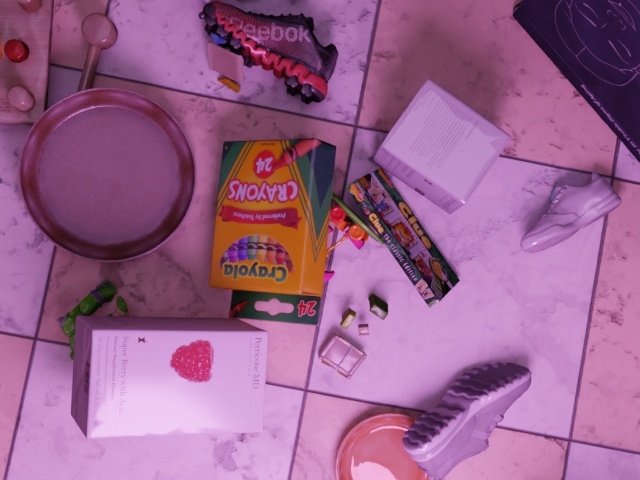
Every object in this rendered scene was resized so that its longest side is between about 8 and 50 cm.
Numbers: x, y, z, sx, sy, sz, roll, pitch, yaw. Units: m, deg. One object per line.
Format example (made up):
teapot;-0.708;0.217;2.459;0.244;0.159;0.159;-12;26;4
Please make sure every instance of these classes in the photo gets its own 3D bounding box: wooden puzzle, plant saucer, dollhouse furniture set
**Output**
wooden puzzle;-0.173;-0.326;1.703;0.078;0.116;0.014;28;58;10
plant saucer;0.124;0.411;1.685;0.199;0.037;0.200;0;85;-2
dollhouse furniture set;0.063;0.171;1.710;0.076;0.058;0.152;34;103;-7
plant saucer;-0.379;-0.116;1.674;0.310;0.050;0.311;0;92;-12

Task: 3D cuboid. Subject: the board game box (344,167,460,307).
board game box;0.151;-0.010;1.679;0.030;0.136;0.260;-36;88;26

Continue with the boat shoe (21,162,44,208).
boat shoe;-0.518;-0.122;1.691;0.042;0.049;0.133;3;87;-8

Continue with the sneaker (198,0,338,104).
sneaker;-0.086;-0.372;1.711;0.276;0.097;0.135;32;84;-2

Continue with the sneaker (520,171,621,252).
sneaker;0.448;-0.055;1.733;0.212;0.080;0.094;-28;75;-12

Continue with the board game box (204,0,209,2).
board game box;-0.246;-0.612;1.687;0.303;0.097;0.224;41;84;15

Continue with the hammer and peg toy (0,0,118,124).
hammer and peg toy;-0.557;-0.328;1.664;0.361;0.127;0.266;3;85;-3

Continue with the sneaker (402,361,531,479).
sneaker;0.270;0.322;1.671;0.281;0.105;0.115;-33;114;-18

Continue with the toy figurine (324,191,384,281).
toy figurine;0.000;0.000;1.684;0.159;0.130;0.173;-46;78;4

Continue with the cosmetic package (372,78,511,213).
cosmetic package;0.215;-0.165;1.683;0.183;0.151;0.151;35;84;1

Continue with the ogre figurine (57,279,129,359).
ogre figurine;-0.384;0.181;1.653;0.118;0.097;0.197;-23;102;-23

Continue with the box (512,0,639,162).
box;0.628;-0.365;1.563;0.297;0.472;0.480;-40;88;-7

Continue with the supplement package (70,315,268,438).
supplement package;-0.254;0.223;1.560;0.292;0.175;0.178;2;91;-23

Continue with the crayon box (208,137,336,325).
crayon box;-0.086;-0.016;1.641;0.202;0.081;0.319;1;84;31
